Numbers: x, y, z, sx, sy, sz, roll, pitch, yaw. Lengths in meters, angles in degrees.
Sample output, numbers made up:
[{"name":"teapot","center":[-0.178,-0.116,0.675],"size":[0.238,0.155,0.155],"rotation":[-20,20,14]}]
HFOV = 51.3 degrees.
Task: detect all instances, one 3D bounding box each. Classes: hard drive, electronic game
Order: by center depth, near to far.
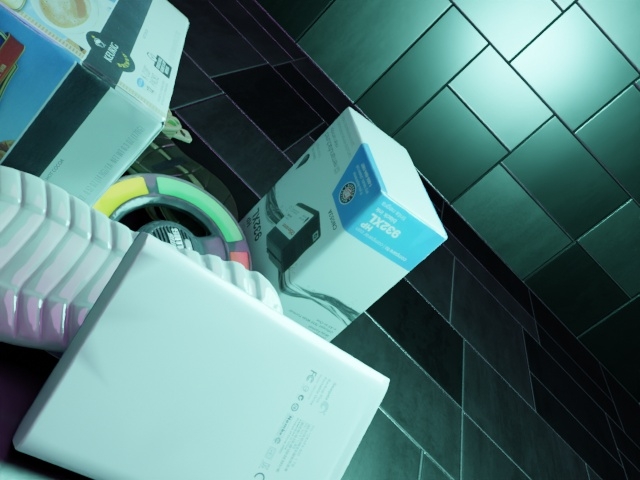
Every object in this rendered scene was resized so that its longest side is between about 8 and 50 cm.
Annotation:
[{"name":"hard drive","center":[-0.095,0.162,0.658],"size":[0.318,0.210,0.040],"rotation":[35,-11,-29]},{"name":"electronic game","center":[-0.189,0.016,0.820],"size":[0.229,0.048,0.229],"rotation":[18,53,-25]}]

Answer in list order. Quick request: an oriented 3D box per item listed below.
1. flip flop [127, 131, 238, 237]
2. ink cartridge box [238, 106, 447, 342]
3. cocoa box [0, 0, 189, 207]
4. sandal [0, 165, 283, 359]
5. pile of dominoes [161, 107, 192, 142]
[{"name":"flip flop","center":[-0.222,-0.070,0.968],"size":[0.277,0.080,0.112],"rotation":[42,41,22]},{"name":"ink cartridge box","center":[0.000,0.000,0.948],"size":[0.129,0.307,0.223],"rotation":[30,27,-32]},{"name":"cocoa box","center":[-0.325,-0.203,0.791],"size":[0.228,0.231,0.347],"rotation":[37,25,-27]},{"name":"sandal","center":[-0.239,0.056,0.684],"size":[0.416,0.102,0.169],"rotation":[23,53,-19]},{"name":"pile of dominoes","center":[-0.335,-0.274,1.153],"size":[0.251,0.040,0.196],"rotation":[52,22,10]}]
